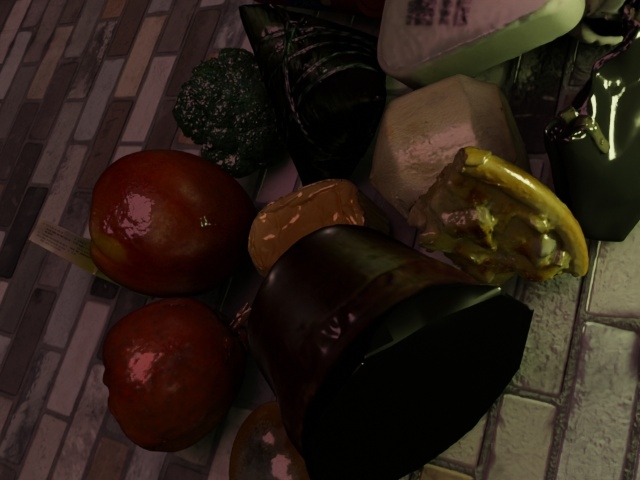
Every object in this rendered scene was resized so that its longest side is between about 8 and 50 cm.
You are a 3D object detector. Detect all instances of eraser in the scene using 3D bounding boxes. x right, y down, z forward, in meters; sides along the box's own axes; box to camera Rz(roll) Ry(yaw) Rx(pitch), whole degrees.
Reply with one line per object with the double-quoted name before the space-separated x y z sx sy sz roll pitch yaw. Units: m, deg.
"eraser" 0.237 -0.444 1.178 0.331 0.149 0.332 -3 84 31

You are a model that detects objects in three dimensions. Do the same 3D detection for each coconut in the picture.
"coconut" 0.203 -0.130 1.147 0.247 0.245 0.245 -20 59 22

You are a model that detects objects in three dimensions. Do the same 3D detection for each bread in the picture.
"bread" 0.000 0.000 1.279 0.250 0.133 0.179 -24 57 20

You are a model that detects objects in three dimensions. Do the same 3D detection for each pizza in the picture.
"pizza" 0.249 -0.009 1.024 0.223 0.323 0.090 -22 44 40

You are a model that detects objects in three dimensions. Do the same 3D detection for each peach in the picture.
"peach" -0.277 -0.028 1.350 0.307 0.332 0.308 -171 90 -67

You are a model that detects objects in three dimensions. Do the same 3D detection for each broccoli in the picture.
"broccoli" -0.187 -0.257 1.467 0.270 0.269 0.270 -17 54 63

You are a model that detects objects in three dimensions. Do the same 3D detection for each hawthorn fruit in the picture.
"hawthorn fruit" -0.243 0.214 1.265 0.307 0.276 0.276 -33 54 0

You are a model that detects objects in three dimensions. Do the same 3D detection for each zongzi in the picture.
"zongzi" 0.032 -0.282 1.267 0.362 0.318 0.384 143 127 -65

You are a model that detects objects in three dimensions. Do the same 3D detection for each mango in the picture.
"mango" -0.058 0.417 1.118 0.192 0.146 0.317 -18 66 33

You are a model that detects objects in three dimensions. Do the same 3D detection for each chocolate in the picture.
"chocolate" 0.066 0.133 1.046 0.383 0.383 0.331 -44 50 7

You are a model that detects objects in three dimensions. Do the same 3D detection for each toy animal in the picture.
"toy animal" 0.494 -0.446 1.161 0.208 0.155 0.204 109 148 -45

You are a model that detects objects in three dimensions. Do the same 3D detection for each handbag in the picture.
"handbag" 0.432 -0.184 1.002 0.152 0.288 0.342 31 88 38

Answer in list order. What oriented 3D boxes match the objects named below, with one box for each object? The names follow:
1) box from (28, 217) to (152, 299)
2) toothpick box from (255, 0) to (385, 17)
"box" -0.494 0.040 1.536 0.260 0.175 0.062 19 79 36
"toothpick box" -0.002 -0.603 1.516 0.333 0.204 0.204 22 81 37
